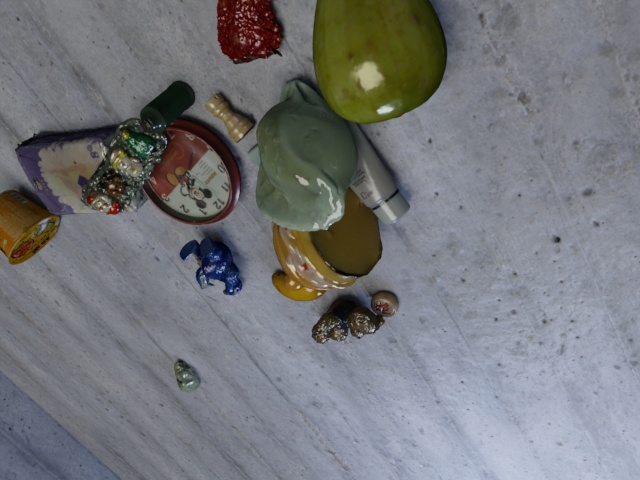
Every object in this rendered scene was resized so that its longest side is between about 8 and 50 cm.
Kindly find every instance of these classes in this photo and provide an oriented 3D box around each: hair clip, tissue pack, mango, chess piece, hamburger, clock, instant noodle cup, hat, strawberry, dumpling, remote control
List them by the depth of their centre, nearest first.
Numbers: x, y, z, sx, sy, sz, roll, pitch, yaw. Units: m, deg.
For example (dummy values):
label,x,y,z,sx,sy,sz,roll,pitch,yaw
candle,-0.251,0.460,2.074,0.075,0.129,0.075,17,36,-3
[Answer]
label,x,y,z,sx,sy,sz,roll,pitch,yaw
strawberry,-0.179,-0.481,1.235,0.167,0.087,0.208,-5,124,29
dumpling,-0.055,-0.202,1.272,0.269,0.321,0.212,-4,135,19
chess piece,-0.229,-0.309,1.420,0.122,0.066,0.066,47,131,-9
remote control,-0.114,-0.240,1.445,0.166,0.029,0.065,-28,112,38
hamburger,0.000,0.000,1.448,0.276,0.276,0.236,44,140,-15
hair clip,-0.530,-0.173,1.501,0.138,0.091,0.321,31,124,-20
clock,-0.365,-0.187,1.566,0.318,0.080,0.319,9,123,13
chess piece,0.189,0.187,1.664,0.083,0.038,0.084,13,130,16
tissue pack,-0.688,-0.200,1.665,0.343,0.125,0.243,-1,125,21
mango,-0.063,0.137,1.707,0.190,0.075,0.098,0,112,29
instant noodle cup,-1.008,-0.053,1.882,0.172,0.216,0.216,40,132,-1
hat,-0.550,0.564,2.280,0.122,0.081,0.166,30,143,1

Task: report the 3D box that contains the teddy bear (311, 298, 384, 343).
label,x,y,z,sx,sy,sz,roll,pitch,yaw
teddy bear,0.074,0.237,1.698,0.251,0.181,0.129,-19,77,47

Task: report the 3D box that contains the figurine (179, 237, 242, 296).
label,x,y,z,sx,sy,sz,roll,pitch,yaw
figurine,-0.314,0.080,1.752,0.164,0.121,0.262,14,149,21

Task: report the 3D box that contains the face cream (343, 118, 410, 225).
label,x,y,z,sx,sy,sz,roll,pitch,yaw
face cream,0.098,-0.179,1.380,0.143,0.089,0.314,-32,99,40

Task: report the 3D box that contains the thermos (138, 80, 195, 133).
label,x,y,z,sx,sy,sz,roll,pitch,yaw
thermos,-0.386,-0.320,1.389,0.083,0.188,0.073,-7,124,26

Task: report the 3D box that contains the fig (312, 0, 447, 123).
label,x,y,z,sx,sy,sz,roll,pitch,yaw
fig,0.104,-0.393,1.079,0.257,0.258,0.327,-4,109,26
